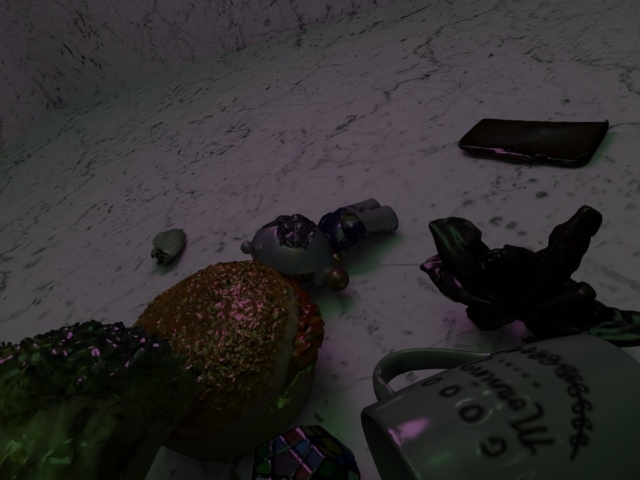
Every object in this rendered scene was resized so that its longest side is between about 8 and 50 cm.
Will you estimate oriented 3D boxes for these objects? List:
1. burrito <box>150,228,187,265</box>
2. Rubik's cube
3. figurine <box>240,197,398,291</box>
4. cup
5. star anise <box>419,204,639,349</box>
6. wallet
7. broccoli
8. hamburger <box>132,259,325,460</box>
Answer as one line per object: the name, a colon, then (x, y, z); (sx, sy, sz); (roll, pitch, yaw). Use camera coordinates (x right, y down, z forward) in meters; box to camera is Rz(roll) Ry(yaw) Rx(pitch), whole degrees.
burrito: (-0.338, 0.018, 1.072); (0.074, 0.044, 0.118); (-15, 33, 6)
Rubik's cube: (-0.019, 0.262, 0.517); (0.112, 0.133, 0.133); (6, 37, -4)
figurine: (0.008, 0.003, 0.837); (0.275, 0.133, 0.193); (-13, 35, -4)
cup: (0.165, 0.177, 0.477); (0.234, 0.186, 0.258); (-23, 31, -14)
star anise: (0.244, 0.058, 0.579); (0.283, 0.212, 0.129); (7, 57, 46)
wallet: (0.404, -0.198, 0.962); (0.255, 0.031, 0.137); (17, 51, 43)
broccoli: (-0.191, 0.246, 0.429); (0.397, 0.352, 0.275); (15, 14, 23)
hamburger: (-0.141, 0.148, 0.675); (0.294, 0.179, 0.276); (-28, 36, -8)
